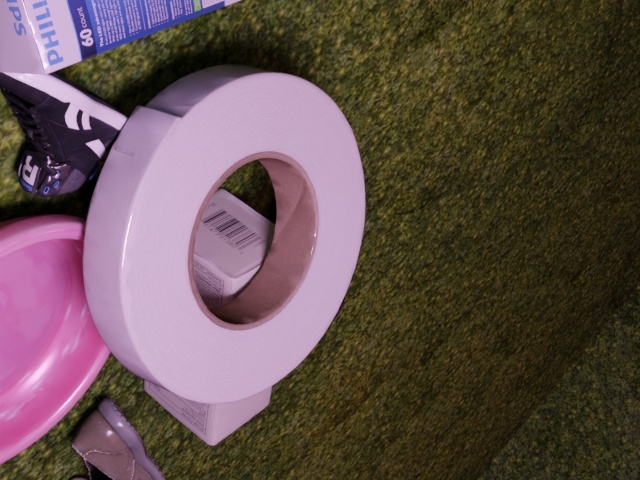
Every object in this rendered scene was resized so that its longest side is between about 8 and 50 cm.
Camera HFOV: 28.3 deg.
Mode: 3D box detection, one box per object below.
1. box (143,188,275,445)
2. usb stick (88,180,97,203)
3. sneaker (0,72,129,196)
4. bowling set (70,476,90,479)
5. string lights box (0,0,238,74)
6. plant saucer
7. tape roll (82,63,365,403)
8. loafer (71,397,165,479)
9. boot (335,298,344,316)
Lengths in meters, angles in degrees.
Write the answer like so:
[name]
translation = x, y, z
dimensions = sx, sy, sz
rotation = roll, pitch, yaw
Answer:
[box]
translation = -0.139, 0.105, 1.679
dimensions = 0.121, 0.148, 0.311
rotation = -32, 147, -39
[usb stick]
translation = -0.225, 0.028, 1.534
dimensions = 0.077, 0.045, 0.278
rotation = -3, 138, -3
[sneaker]
translation = -0.279, -0.105, 1.275
dimensions = 0.121, 0.079, 0.217
rotation = -58, 155, 2
[bowling set]
translation = -0.361, 0.483, 1.758
dimensions = 0.200, 0.287, 0.154
rotation = -15, 149, 16
[string lights box]
translation = -0.194, -0.258, 1.194
dimensions = 0.260, 0.077, 0.133
rotation = -30, 118, -40
[plant saucer]
translation = -0.357, 0.106, 1.385
dimensions = 0.332, 0.084, 0.332
rotation = -38, 148, -29
[tape roll]
translation = -0.097, -0.007, 1.445
dimensions = 0.392, 0.072, 0.392
rotation = -22, 120, -44
[loafer]
translation = -0.282, 0.304, 1.747
dimensions = 0.087, 0.094, 0.251
rotation = -34, 144, -14
[boot]
translation = 0.000, 0.000, 1.845
dimensions = 0.263, 0.091, 0.229
rotation = 7, 115, -58
